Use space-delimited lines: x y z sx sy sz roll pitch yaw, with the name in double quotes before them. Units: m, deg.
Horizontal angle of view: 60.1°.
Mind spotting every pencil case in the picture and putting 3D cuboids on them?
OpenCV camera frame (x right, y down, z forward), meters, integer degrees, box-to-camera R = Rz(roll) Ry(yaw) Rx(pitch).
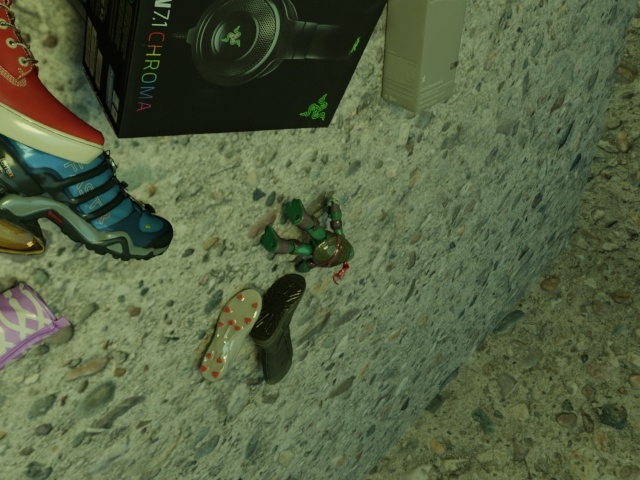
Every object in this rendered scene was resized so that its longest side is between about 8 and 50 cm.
"pencil case" -0.429 0.142 0.690 0.206 0.088 0.086 -43 146 -23

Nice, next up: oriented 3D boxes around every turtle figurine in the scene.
"turtle figurine" 0.000 0.000 1.112 0.234 0.118 0.175 21 99 -50

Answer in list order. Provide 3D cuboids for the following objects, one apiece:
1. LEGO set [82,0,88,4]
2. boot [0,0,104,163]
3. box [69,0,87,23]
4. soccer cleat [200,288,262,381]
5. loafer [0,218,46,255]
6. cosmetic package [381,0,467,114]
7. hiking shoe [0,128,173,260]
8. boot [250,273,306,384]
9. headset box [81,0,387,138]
"LEGO set" -0.222 -0.320 0.456 0.182 0.060 0.244 -26 143 -49
"boot" -0.292 -0.197 0.527 0.244 0.088 0.176 33 87 -25
"box" -0.194 -0.307 0.613 0.183 0.056 0.231 -39 135 -14
"soccer cleat" -0.173 0.182 1.081 0.196 0.068 0.076 -62 172 -2
"loafer" -0.395 -0.019 0.628 0.170 0.061 0.062 12 107 -54
"cosmetic package" 0.198 -0.384 1.064 0.127 0.107 0.238 -32 141 -30
"hiking shoe" -0.283 -0.065 0.688 0.132 0.113 0.304 -58 146 2
"boot" -0.079 0.195 1.193 0.189 0.076 0.208 -55 151 -26
"headset box" -0.073 -0.242 0.565 0.283 0.131 0.246 -11 145 -37
